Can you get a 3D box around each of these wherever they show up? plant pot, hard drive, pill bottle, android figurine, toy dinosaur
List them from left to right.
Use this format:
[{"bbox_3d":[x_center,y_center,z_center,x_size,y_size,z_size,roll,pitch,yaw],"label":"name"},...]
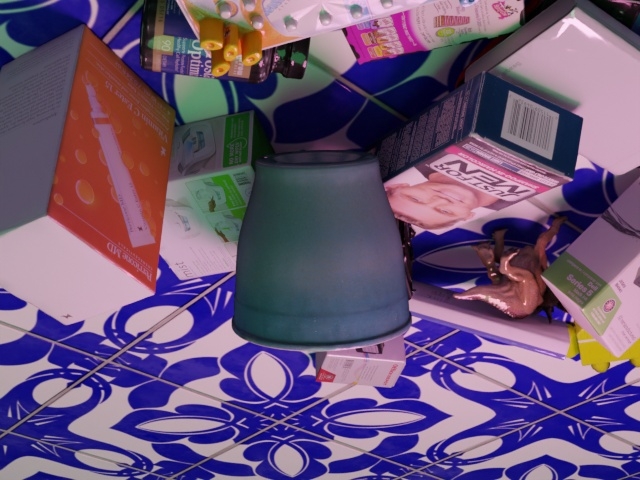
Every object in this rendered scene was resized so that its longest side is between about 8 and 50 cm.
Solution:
[{"bbox_3d":[-0.127,-0.276,1.259,0.219,0.122,0.122,6,144,-8],"label":"pill bottle"},{"bbox_3d":[0.000,0.000,1.388,0.272,0.271,0.255,-1,103,1],"label":"plant pot"},{"bbox_3d":[0.293,0.139,1.726,0.319,0.040,0.210,16,-173,11],"label":"hard drive"},{"bbox_3d":[0.369,0.083,1.685,0.127,0.296,0.200,-1,111,45],"label":"toy dinosaur"},{"bbox_3d":[0.383,-0.205,1.299,0.308,0.040,0.203,24,146,-26],"label":"hard drive"},{"bbox_3d":[0.626,0.196,1.981,0.248,0.056,0.273,-11,143,15],"label":"android figurine"}]

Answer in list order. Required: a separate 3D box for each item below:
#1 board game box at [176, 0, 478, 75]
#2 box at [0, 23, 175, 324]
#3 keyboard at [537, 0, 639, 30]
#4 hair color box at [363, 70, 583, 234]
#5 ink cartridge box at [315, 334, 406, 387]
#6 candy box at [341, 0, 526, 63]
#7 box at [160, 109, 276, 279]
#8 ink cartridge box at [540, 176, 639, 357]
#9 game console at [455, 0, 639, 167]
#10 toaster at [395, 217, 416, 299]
[{"bbox_3d":[-0.005,-0.353,0.978,0.390,0.050,0.390,-13,146,11],"label":"board game box"},{"bbox_3d":[-0.346,-0.092,1.322,0.168,0.345,0.215,-19,141,24],"label":"box"},{"bbox_3d":[0.374,-0.235,1.318,0.202,0.033,0.317,9,150,-1],"label":"keyboard"},{"bbox_3d":[0.206,-0.116,1.396,0.174,0.105,0.347,21,160,-19],"label":"hair color box"},{"bbox_3d":[0.085,0.257,2.044,0.175,0.072,0.127,6,143,-9],"label":"ink cartridge box"},{"bbox_3d":[0.143,-0.312,1.216,0.234,0.071,0.159,-8,165,12],"label":"candy box"},{"bbox_3d":[-0.176,-0.064,1.549,0.231,0.126,0.262,-10,143,14],"label":"box"},{"bbox_3d":[0.539,0.037,1.601,0.273,0.115,0.198,-45,134,2],"label":"ink cartridge box"},{"bbox_3d":[0.442,-0.253,1.354,0.387,0.060,0.342,18,140,-23],"label":"game console"},{"bbox_3d":[0.102,0.007,1.621,0.110,0.168,0.185,-6,143,12],"label":"toaster"}]
